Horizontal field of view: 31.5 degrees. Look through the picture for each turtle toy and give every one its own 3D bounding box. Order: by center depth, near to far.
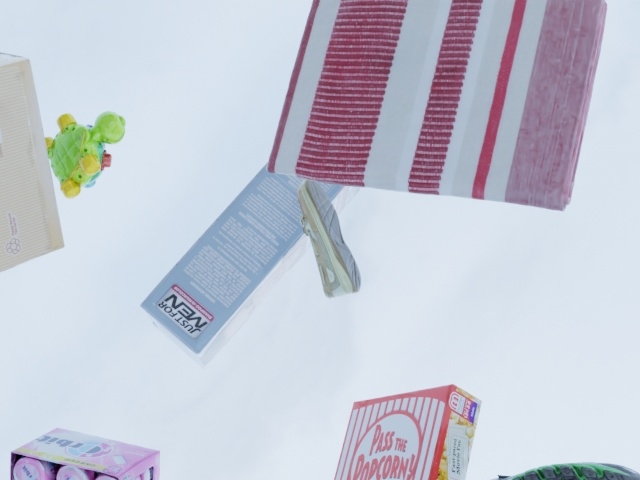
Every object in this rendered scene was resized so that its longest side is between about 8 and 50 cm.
[{"bbox_3d":[-0.305,-0.119,1.480,0.130,0.095,0.066,-42,159,30],"label":"turtle toy"}]

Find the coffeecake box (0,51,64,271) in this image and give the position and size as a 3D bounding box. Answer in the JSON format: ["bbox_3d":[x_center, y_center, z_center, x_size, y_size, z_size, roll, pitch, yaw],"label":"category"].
[{"bbox_3d":[-0.277,-0.069,0.840,0.068,0.185,0.142,-24,118,-38],"label":"coffeecake box"}]

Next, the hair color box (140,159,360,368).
[{"bbox_3d":[-0.093,0.005,1.677,0.113,0.185,0.374,40,79,7],"label":"hair color box"}]

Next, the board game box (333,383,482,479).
[{"bbox_3d":[0.070,0.240,1.073,0.045,0.146,0.194,32,58,-28],"label":"board game box"}]

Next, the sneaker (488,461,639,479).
[{"bbox_3d":[0.264,0.338,1.434,0.343,0.146,0.134,-22,92,39],"label":"sneaker"}]

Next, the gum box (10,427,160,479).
[{"bbox_3d":[-0.322,0.322,1.579,0.188,0.107,0.062,7,102,22],"label":"gum box"}]

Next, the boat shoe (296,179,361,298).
[{"bbox_3d":[0.001,0.000,1.368,0.048,0.056,0.153,-17,111,22],"label":"boat shoe"}]

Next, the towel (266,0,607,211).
[{"bbox_3d":[0.120,-0.158,1.191,0.328,0.037,0.237,8,73,25],"label":"towel"}]
